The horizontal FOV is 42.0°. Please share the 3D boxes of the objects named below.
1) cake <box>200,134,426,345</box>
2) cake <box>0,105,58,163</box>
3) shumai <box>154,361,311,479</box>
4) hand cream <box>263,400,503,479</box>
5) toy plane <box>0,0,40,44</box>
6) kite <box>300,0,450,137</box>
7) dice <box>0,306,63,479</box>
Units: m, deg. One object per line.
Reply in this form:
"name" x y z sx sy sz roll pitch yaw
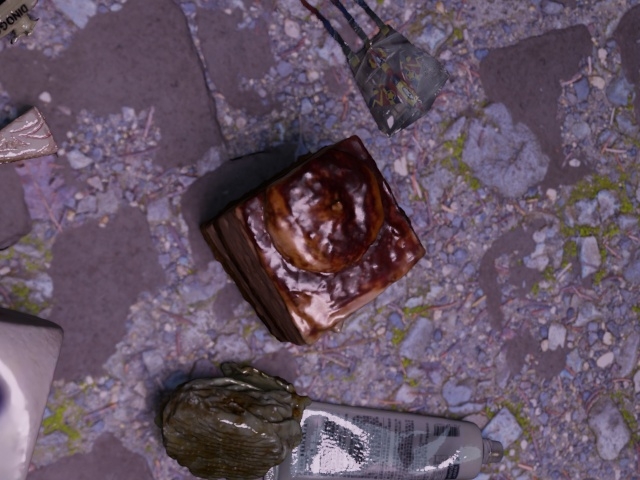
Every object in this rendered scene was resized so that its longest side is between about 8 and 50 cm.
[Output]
"cake" 0.000 0.000 0.997 0.196 0.293 0.198 -33 96 -18
"cake" -0.378 -0.115 0.983 0.121 0.052 0.065 -17 100 -19
"shumai" -0.105 0.203 1.032 0.184 0.184 0.141 25 46 -19
"hand cream" 0.093 0.286 1.156 0.341 0.078 0.124 6 87 -13
"toy plane" -0.415 -0.235 0.958 0.286 0.092 0.108 -50 130 -16
"kite" 0.073 -0.269 1.173 0.141 0.015 0.245 -47 108 -16
"dice" -0.410 0.185 0.856 0.243 0.259 0.251 16 84 -18
